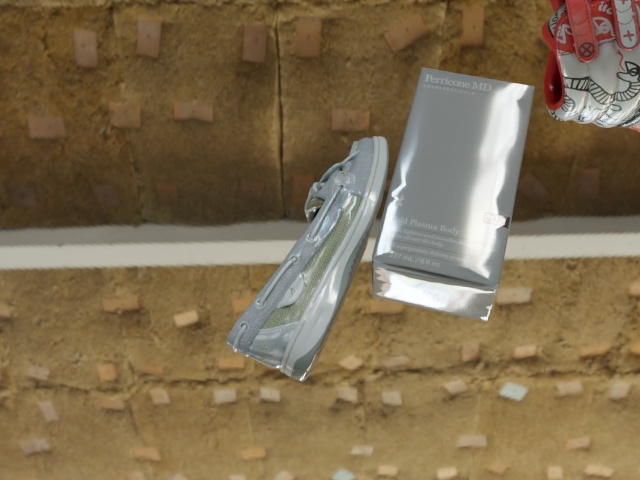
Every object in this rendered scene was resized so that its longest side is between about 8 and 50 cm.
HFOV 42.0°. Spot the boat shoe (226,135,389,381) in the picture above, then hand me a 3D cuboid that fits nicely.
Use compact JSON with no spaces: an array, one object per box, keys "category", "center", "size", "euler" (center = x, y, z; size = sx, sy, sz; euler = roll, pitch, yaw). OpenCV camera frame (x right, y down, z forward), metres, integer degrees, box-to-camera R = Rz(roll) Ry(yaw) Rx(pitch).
[{"category":"boat shoe","center":[-0.001,0.002,0.960],"size":[0.103,0.320,0.118],"euler":[21,-25,4]}]

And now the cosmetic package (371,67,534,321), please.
[{"category":"cosmetic package","center":[0.137,-0.050,0.854],"size":[0.127,0.238,0.107],"euler":[10,-23,9]}]

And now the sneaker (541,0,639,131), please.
[{"category":"sneaker","center":[0.217,-0.156,0.477],"size":[0.145,0.090,0.270],"euler":[5,-31,-1]}]
